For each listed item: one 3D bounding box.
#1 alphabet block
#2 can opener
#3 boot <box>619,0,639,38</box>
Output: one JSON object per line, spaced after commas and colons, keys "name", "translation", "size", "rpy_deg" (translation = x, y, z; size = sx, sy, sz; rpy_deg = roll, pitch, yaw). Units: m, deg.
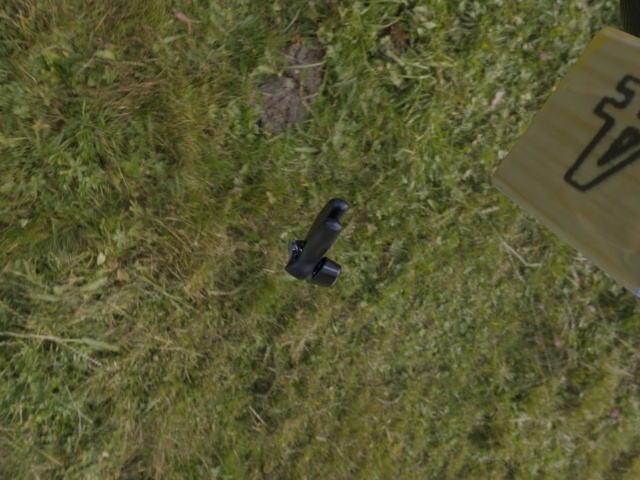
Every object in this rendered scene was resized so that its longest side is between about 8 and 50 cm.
{"name": "alphabet block", "translation": [0.337, -0.065, 0.585], "size": [0.193, 0.197, 0.193], "rpy_deg": [17, 115, -42]}
{"name": "can opener", "translation": [0.000, 0.000, 0.682], "size": [0.073, 0.186, 0.059], "rpy_deg": [12, 62, -6]}
{"name": "boot", "translation": [0.473, -0.336, 0.715], "size": [0.161, 0.083, 0.246], "rpy_deg": [-11, 147, 14]}
